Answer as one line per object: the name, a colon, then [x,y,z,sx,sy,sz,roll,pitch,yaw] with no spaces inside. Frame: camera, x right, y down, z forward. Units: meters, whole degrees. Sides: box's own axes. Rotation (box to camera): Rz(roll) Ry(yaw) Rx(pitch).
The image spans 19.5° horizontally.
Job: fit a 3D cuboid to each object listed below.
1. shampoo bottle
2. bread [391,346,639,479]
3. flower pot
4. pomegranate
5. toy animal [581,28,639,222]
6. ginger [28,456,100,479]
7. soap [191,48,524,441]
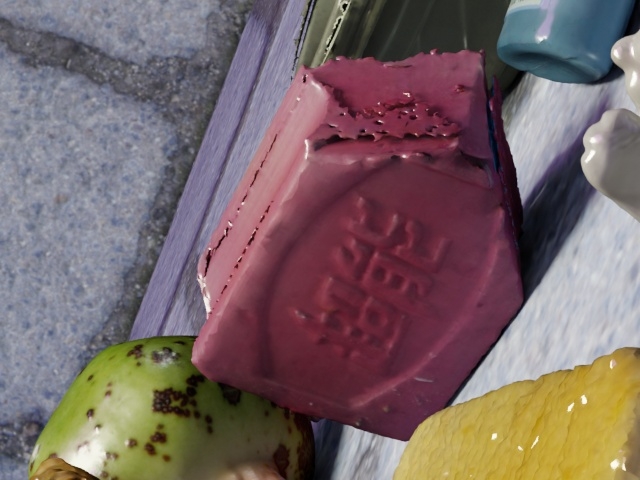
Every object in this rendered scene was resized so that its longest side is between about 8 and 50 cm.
shampoo bottle: [0.168,-0.217,1.032,0.104,0.061,0.258,-175,104,-81]
bread: [0.086,0.142,0.642,0.275,0.114,0.184,146,146,-72]
flower pot: [0.075,-0.176,1.236,0.235,0.141,0.235,-159,90,-82]
pomegranate: [-0.082,0.175,1.339,0.248,0.214,0.214,23,94,45]
toy animal: [0.154,-0.067,0.643,0.220,0.131,0.103,-82,1,-61]
ginger: [-0.143,0.301,1.154,0.357,0.153,0.274,-104,19,-48]
soap: [0.032,-0.004,1.064,0.250,0.162,0.099,118,167,-46]
